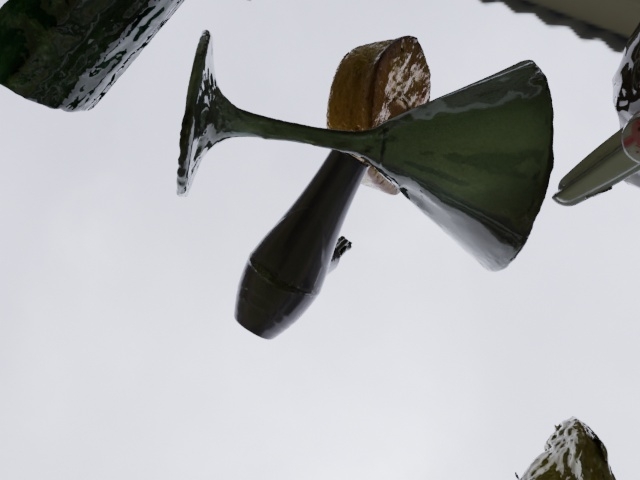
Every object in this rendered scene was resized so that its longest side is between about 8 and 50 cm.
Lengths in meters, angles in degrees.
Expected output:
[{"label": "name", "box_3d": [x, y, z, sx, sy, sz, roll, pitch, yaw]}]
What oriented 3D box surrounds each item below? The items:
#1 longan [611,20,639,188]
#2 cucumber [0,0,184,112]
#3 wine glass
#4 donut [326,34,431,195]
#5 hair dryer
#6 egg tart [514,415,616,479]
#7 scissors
[{"label": "longan", "box_3d": [0.574, -0.170, 1.043, 0.392, 0.391, 0.390, -4, -114, 9]}, {"label": "cucumber", "box_3d": [-0.107, -0.187, 0.517, 0.063, 0.115, 0.244, 45, -74, 6]}, {"label": "wine glass", "box_3d": [0.041, -0.118, 0.972, 0.406, 0.267, 0.267, 8, -112, -5]}, {"label": "donut", "box_3d": [0.107, -0.232, 1.463, 0.110, 0.303, 0.302, 10, -111, 26]}, {"label": "hair dryer", "box_3d": [0.000, 0.000, 1.304, 0.121, 0.361, 0.301, 31, -82, 10]}, {"label": "egg tart", "box_3d": [0.330, 0.368, 0.997, 0.115, 0.290, 0.290, -20, -116, 9]}, {"label": "scissors", "box_3d": [0.320, -0.104, 0.768, 0.118, 0.242, 0.030, 49, -139, -2]}]
